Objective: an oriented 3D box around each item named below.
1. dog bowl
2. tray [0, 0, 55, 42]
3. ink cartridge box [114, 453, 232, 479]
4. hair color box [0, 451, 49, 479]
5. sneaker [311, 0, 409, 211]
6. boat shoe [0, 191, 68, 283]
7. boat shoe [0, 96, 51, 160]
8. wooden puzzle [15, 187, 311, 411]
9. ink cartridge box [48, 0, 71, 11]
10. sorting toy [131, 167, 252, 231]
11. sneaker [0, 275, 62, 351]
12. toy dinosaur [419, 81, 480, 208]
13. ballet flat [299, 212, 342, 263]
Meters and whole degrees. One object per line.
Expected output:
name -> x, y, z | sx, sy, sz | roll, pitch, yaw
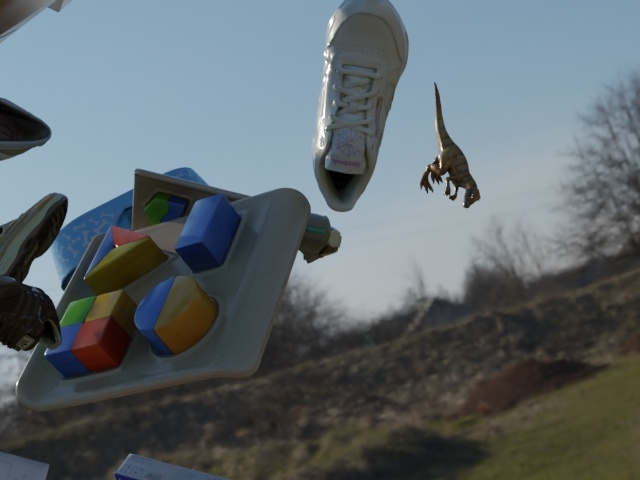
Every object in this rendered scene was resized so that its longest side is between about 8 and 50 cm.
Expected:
dog bowl -> -0.302, -0.023, 1.815 | 0.297, 0.074, 0.166 | -30, -12, -20
tray -> -0.346, -0.324, 1.325 | 0.411, 0.076, 0.203 | -51, 10, -35
ink cartridge box -> -0.182, 0.368, 1.565 | 0.207, 0.097, 0.046 | 9, 35, 23
hair color box -> -0.582, 0.370, 1.608 | 0.347, 0.174, 0.105 | 19, -59, -14
sneaker -> 0.054, -0.175, 1.490 | 0.114, 0.152, 0.305 | 6, -53, -3
boat shoe -> -0.412, -0.007, 1.528 | 0.190, 0.072, 0.068 | -62, -13, -47
boat shoe -> -0.570, -0.206, 1.856 | 0.103, 0.118, 0.320 | -10, -14, 17
wooden puzzle -> -0.209, 0.059, 1.450 | 0.348, 0.080, 0.322 | -11, 39, 27
ink cartridge box -> -0.386, -0.438, 1.734 | 0.198, 0.067, 0.115 | -80, 16, -64
sorting toy -> -0.186, 0.000, 1.640 | 0.193, 0.038, 0.208 | 14, -50, 6
sneaker -> -0.344, 0.087, 1.261 | 0.066, 0.071, 0.188 | -37, -12, 11
toy dinosaur -> 0.208, -0.136, 1.824 | 0.064, 0.211, 0.112 | 1, -31, -42
ballet flat -> 0.000, 0.000, 1.712 | 0.068, 0.072, 0.213 | 7, -4, 6
